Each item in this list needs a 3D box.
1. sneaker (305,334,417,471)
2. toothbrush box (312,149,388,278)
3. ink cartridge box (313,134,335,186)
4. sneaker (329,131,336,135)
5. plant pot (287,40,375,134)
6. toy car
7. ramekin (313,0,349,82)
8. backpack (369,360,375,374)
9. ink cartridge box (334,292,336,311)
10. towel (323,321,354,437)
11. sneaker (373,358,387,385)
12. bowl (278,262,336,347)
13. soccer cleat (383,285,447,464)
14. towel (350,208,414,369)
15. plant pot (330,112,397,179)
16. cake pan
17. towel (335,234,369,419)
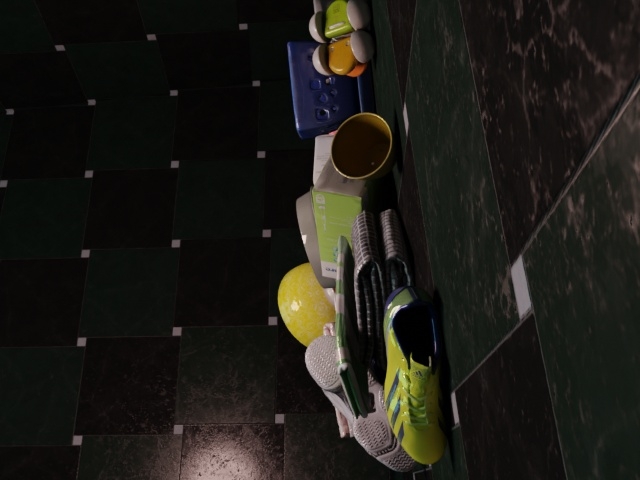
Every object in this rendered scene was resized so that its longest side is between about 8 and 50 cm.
[{"bbox_3d":[0.113,0.391,1.739,0.366,0.137,0.210,49,175,21],"label":"sneaker"},{"bbox_3d":[0.079,-0.070,1.726,0.283,0.122,0.206,85,-157,-44],"label":"toothbrush box"},{"bbox_3d":[0.050,-0.057,2.048,0.308,0.091,0.385,58,-145,-63],"label":"ink cartridge box"},{"bbox_3d":[0.081,-0.260,2.339,0.116,0.136,0.314,-53,-37,-59],"label":"sneaker"},{"bbox_3d":[0.031,-0.406,1.953,0.236,0.212,0.236,-79,-17,-87],"label":"plant pot"},{"bbox_3d":[0.068,-0.481,1.744,0.136,0.159,0.182,-2,-96,-53],"label":"toy car"},{"bbox_3d":[0.054,-0.634,2.275,0.273,0.127,0.273,-7,-90,-89],"label":"ramekin"},{"bbox_3d":[0.165,0.368,1.928,0.084,0.114,0.105,82,-179,-68],"label":"backpack"},{"bbox_3d":[0.088,0.197,1.863,0.191,0.082,0.140,124,139,-84],"label":"ink cartridge box"},{"bbox_3d":[0.129,0.395,2.060,0.331,0.053,0.317,19,-123,-57],"label":"towel"},{"bbox_3d":[0.174,0.264,1.879,0.090,0.081,0.233,-4,-85,-88],"label":"sneaker"},{"bbox_3d":[0.033,0.172,2.158,0.156,0.289,0.290,-41,44,43],"label":"bowl"},{"bbox_3d":[0.148,0.215,1.123,0.121,0.093,0.289,-146,49,-82],"label":"soccer cleat"},{"bbox_3d":[0.127,0.105,1.532,0.235,0.121,0.284,-93,-4,-65],"label":"towel"},{"bbox_3d":[0.102,-0.175,1.450,0.095,0.134,0.134,22,-123,-57],"label":"plant pot"},{"bbox_3d":[0.000,0.000,1.948,0.293,0.054,0.293,-16,-90,-82],"label":"cake pan"},{"bbox_3d":[0.071,0.191,1.587,0.248,0.038,0.325,70,-162,-49],"label":"towel"}]
